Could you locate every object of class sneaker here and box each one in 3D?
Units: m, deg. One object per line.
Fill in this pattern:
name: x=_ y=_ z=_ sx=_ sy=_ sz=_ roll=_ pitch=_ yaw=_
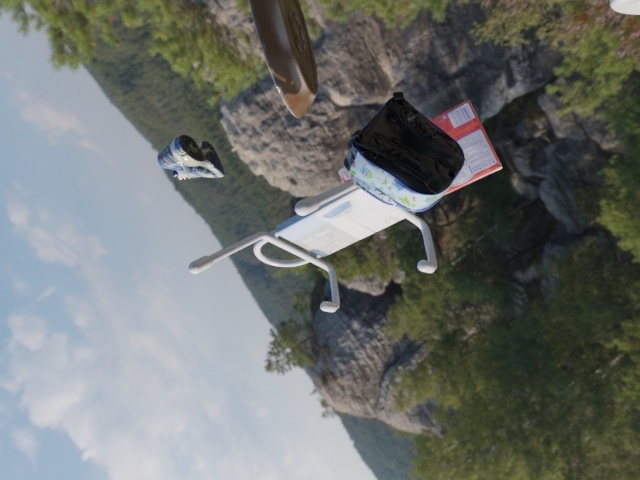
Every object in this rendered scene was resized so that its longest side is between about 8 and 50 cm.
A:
sneaker: x=-0.186 y=-0.114 z=0.735 sx=0.052 sy=0.058 sz=0.135 roll=68 pitch=-167 yaw=12

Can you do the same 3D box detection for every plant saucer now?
plant saucer: x=-0.063 y=-0.396 z=0.989 sx=0.310 sy=0.050 sz=0.310 roll=-12 pitch=-90 yaw=-76

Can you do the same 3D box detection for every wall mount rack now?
wall mount rack: x=0.000 y=0.000 z=0.748 sx=0.304 sy=0.350 sz=0.130 roll=26 pitch=-132 yaw=-41

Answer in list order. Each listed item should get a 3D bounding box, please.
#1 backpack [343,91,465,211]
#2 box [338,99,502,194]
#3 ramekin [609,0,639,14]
backpack: x=0.097 y=-0.089 z=0.579 sx=0.114 sy=0.105 sz=0.084 roll=37 pitch=157 yaw=10
box: x=0.213 y=-0.153 z=1.089 sx=0.154 sy=0.300 sz=0.142 roll=63 pitch=-161 yaw=1
ramekin: x=0.841 y=-0.637 z=1.225 sx=0.277 sy=0.278 sz=0.135 roll=-142 pitch=52 yaw=-70
